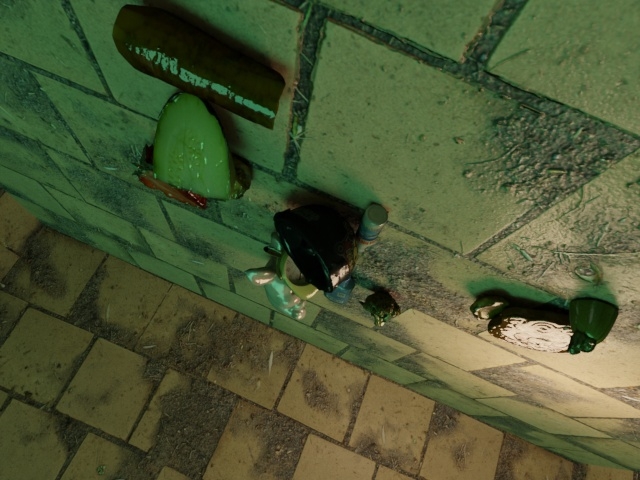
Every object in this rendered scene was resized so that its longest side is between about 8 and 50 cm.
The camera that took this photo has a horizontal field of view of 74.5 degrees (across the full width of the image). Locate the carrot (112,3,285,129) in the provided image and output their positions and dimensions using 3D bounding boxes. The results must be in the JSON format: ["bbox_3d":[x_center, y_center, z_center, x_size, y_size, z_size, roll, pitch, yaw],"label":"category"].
[{"bbox_3d":[-0.203,-0.305,0.740,0.301,0.114,0.114,24,157,-8],"label":"carrot"}]

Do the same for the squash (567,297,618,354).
[{"bbox_3d":[0.639,0.218,1.001,0.105,0.132,0.105,22,158,10],"label":"squash"}]

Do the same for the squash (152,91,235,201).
[{"bbox_3d":[-0.308,-0.220,0.968,0.236,0.204,0.155,18,179,16],"label":"squash"}]

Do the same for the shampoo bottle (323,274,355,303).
[{"bbox_3d":[0.070,0.164,1.527,0.103,0.061,0.258,23,157,6],"label":"shampoo bottle"}]

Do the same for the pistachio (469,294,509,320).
[{"bbox_3d":[0.473,0.184,1.197,0.089,0.049,0.173,-3,152,1],"label":"pistachio"}]

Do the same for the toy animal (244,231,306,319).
[{"bbox_3d":[-0.142,0.128,1.494,0.241,0.196,0.368,20,159,14],"label":"toy animal"}]

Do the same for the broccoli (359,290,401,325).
[{"bbox_3d":[0.212,0.239,1.478,0.131,0.120,0.130,-1,-170,-25],"label":"broccoli"}]

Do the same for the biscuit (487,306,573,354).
[{"bbox_3d":[0.622,0.263,1.182,0.272,0.049,0.257,10,153,7],"label":"biscuit"}]

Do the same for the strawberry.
[{"bbox_3d":[-0.408,-0.182,1.212,0.228,0.098,0.174,30,157,-21],"label":"strawberry"}]

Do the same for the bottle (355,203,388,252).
[{"bbox_3d":[0.123,-0.021,1.091,0.060,0.060,0.217,23,158,3],"label":"bottle"}]

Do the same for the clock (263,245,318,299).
[{"bbox_3d":[-0.070,0.066,1.338,0.232,0.170,0.069,47,170,-30],"label":"clock"}]

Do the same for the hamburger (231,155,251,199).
[{"bbox_3d":[-0.255,-0.171,1.106,0.147,0.083,0.138,24,153,-3],"label":"hamburger"}]

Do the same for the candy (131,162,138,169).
[{"bbox_3d":[-0.533,-0.201,1.364,0.193,0.058,0.062,30,117,8],"label":"candy"}]

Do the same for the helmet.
[{"bbox_3d":[0.000,0.000,1.113,0.279,0.160,0.231,40,157,51],"label":"helmet"}]
